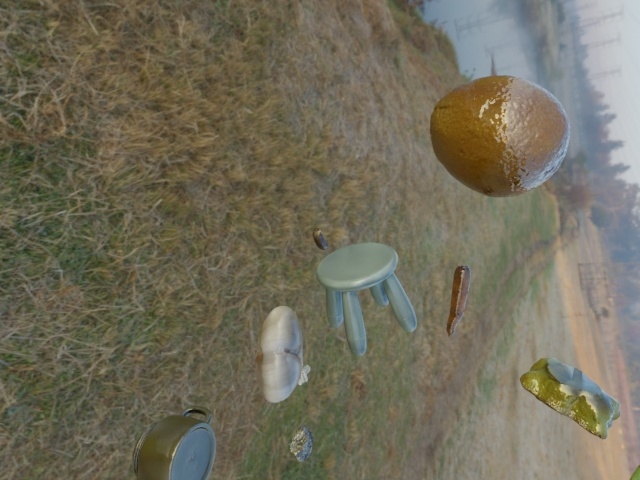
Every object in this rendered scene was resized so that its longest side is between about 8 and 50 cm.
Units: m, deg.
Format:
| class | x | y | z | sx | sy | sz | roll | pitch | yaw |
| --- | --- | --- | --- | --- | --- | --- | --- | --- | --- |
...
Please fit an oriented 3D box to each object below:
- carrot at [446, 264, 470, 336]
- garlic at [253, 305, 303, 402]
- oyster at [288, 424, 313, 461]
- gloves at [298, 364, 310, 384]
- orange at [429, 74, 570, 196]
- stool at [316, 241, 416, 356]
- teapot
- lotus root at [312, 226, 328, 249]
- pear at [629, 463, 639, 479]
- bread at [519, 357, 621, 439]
| class | x | y | z | sx | sy | sz | roll | pitch | yaw |
| --- | --- | --- | --- | --- | --- | --- | --- | --- | --- |
| carrot | 0.459 | 0.202 | 1.598 | 0.059 | 0.059 | 0.248 | 5 | 96 | -61 |
| garlic | -0.080 | 0.212 | 0.911 | 0.124 | 0.098 | 0.175 | 176 | -86 | -85 |
| oyster | -0.061 | 0.731 | 1.716 | 0.177 | 0.056 | 0.106 | 15 | 58 | -68 |
| gloves | -0.053 | 0.410 | 1.461 | 0.081 | 0.037 | 0.044 | -64 | 180 | -56 |
| orange | 0.469 | -0.283 | 1.291 | 0.322 | 0.356 | 0.322 | -34 | 143 | -30 |
| stool | 0.108 | 0.131 | 1.148 | 0.195 | 0.195 | 0.199 | 40 | -28 | 63 |
| teapot | -0.373 | 0.517 | 1.184 | 0.268 | 0.175 | 0.186 | -55 | 143 | -53 |
| lotus root | -0.002 | 0.001 | 1.423 | 0.037 | 0.030 | 0.083 | 58 | -4 | 48 |
| pear | 0.613 | 0.467 | 0.755 | 0.159 | 0.292 | 0.293 | -2 | 86 | -33 |
| bread | 0.648 | 0.391 | 1.236 | 0.160 | 0.232 | 0.088 | -9 | 119 | -50 |
